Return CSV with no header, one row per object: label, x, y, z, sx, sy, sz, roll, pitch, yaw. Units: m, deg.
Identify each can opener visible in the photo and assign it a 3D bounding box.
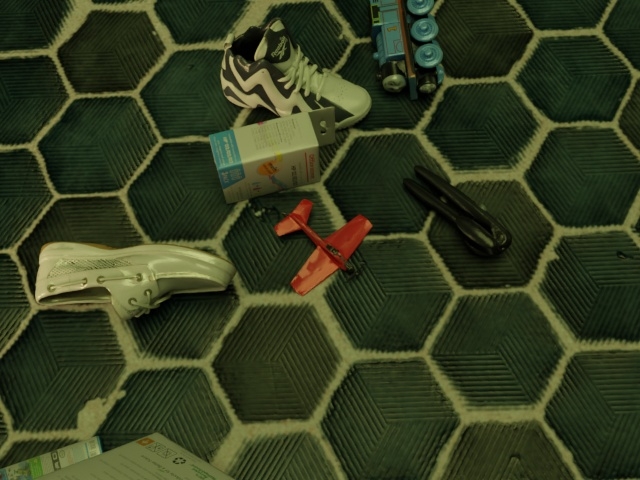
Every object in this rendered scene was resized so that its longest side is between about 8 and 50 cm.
can opener,0.193,-0.045,1.143,0.059,0.073,0.186,-39,61,-6

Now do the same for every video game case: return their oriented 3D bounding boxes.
video game case,-0.343,0.328,1.013,0.166,0.015,0.119,-18,67,-6

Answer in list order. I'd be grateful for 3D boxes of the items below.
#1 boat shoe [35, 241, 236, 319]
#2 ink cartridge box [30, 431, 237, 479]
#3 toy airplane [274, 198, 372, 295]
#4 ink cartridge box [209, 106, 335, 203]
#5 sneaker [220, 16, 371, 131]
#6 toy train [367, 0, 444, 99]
boat shoe,-0.250,0.062,1.091,0.277,0.098,0.096,0,66,12
ink cartridge box,-0.200,0.319,0.823,0.303,0.072,0.307,18,22,40
toy airplane,0.000,0.000,1.143,0.151,0.028,0.151,-1,67,2
ink cartridge box,-0.058,-0.121,1.158,0.181,0.104,0.062,-15,66,-5
sneaker,-0.039,-0.248,1.189,0.234,0.153,0.094,21,69,11
toy train,0.131,-0.304,1.254,0.105,0.080,0.184,-8,67,8
